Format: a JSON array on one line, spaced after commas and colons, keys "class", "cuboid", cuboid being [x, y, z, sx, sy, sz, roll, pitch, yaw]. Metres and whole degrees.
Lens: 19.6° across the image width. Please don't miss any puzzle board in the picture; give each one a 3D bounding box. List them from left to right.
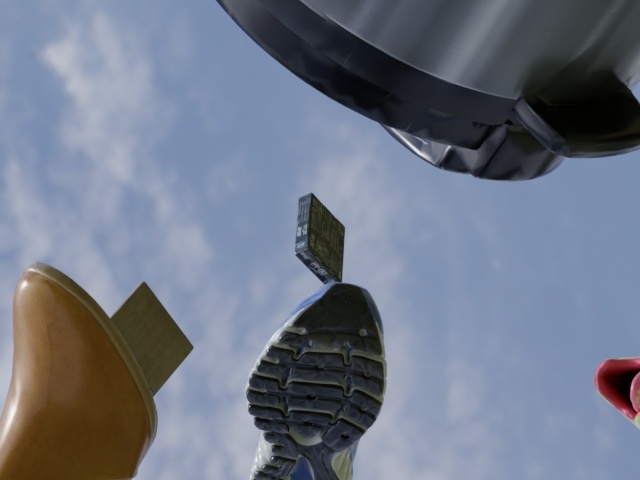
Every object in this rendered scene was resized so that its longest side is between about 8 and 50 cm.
[{"class": "puzzle board", "cuboid": [-0.197, 0.120, 1.945, 0.128, 0.011, 0.096, -51, -62, -34]}]

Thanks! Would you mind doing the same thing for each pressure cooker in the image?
[{"class": "pressure cooker", "cuboid": [0.103, -0.268, 1.206, 0.376, 0.420, 0.370, 26, -140, -8]}]

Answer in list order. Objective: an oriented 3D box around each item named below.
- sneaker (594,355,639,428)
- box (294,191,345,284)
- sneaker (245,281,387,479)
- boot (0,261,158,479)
[{"class": "sneaker", "cuboid": [0.304, 0.140, 1.540, 0.094, 0.208, 0.081, 19, -94, -29]}, {"class": "box", "cuboid": [0.000, 0.000, 1.987, 0.067, 0.018, 0.083, 45, -146, -37]}, {"class": "sneaker", "cuboid": [-0.003, 0.134, 1.784, 0.130, 0.330, 0.147, 14, -128, -1]}, {"class": "boot", "cuboid": [-0.214, 0.181, 1.290, 0.211, 0.104, 0.295, -38, -47, -31]}]
